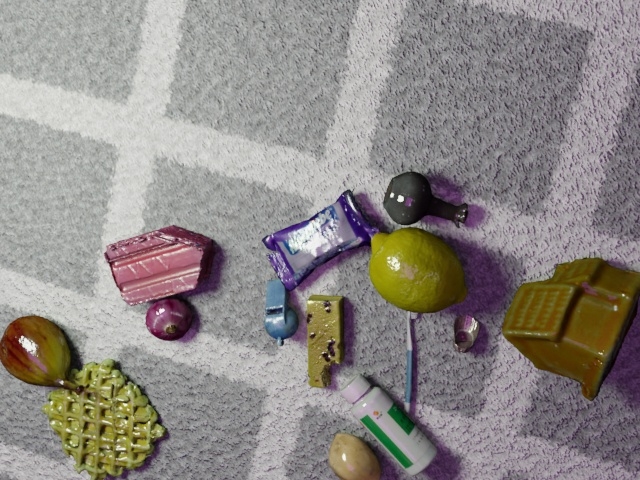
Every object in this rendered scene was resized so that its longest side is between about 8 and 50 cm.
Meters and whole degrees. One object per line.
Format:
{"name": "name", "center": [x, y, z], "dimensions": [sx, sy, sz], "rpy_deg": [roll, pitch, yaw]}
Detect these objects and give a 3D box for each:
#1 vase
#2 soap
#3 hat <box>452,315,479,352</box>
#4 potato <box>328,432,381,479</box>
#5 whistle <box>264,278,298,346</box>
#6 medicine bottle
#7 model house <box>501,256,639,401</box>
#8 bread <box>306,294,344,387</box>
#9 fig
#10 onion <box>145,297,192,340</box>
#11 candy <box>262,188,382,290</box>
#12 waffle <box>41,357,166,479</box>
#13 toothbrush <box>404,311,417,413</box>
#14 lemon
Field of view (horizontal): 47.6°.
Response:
{"name": "vase", "center": [0.233, -0.078, 1.581], "dimensions": [0.183, 0.120, 0.120], "rpy_deg": [18, 104, -4]}
{"name": "soap", "center": [-0.379, 0.054, 1.756], "dimensions": [0.250, 0.099, 0.162], "rpy_deg": [-14, 96, 16]}
{"name": "hat", "center": [0.328, 0.215, 1.649], "dimensions": [0.058, 0.042, 0.087], "rpy_deg": [8, 68, 5]}
{"name": "potato", "center": [0.082, 0.529, 1.730], "dimensions": [0.147, 0.112, 0.112], "rpy_deg": [45, 107, -4]}
{"name": "whistle", "center": [-0.093, 0.178, 1.728], "dimensions": [0.090, 0.090, 0.157], "rpy_deg": [-7, 59, 15]}
{"name": "medicine bottle", "center": [0.155, 0.427, 1.697], "dimensions": [0.095, 0.095, 0.260], "rpy_deg": [-43, 90, 17]}
{"name": "model house", "center": [0.528, 0.160, 1.539], "dimensions": [0.239, 0.173, 0.268], "rpy_deg": [22, 74, 22]}
{"name": "bread", "center": [0.011, 0.243, 1.721], "dimensions": [0.088, 0.049, 0.226], "rpy_deg": [1, 101, 14]}
{"name": "fig", "center": [-0.695, 0.310, 1.848], "dimensions": [0.274, 0.146, 0.170], "rpy_deg": [34, 107, 22]}
{"name": "onion", "center": [-0.375, 0.192, 1.788], "dimensions": [0.115, 0.115, 0.104], "rpy_deg": [-62, 39, 16]}
{"name": "candy", "center": [0.000, 0.000, 1.669], "dimensions": [0.275, 0.070, 0.145], "rpy_deg": [-29, 86, 20]}
{"name": "waffle", "center": [-0.573, 0.474, 1.895], "dimensions": [0.297, 0.073, 0.317], "rpy_deg": [-35, 91, 17]}
{"name": "toothbrush", "center": [0.212, 0.275, 1.694], "dimensions": [0.025, 0.019, 0.275], "rpy_deg": [1, 100, 6]}
{"name": "lemon", "center": [0.211, 0.070, 1.571], "dimensions": [0.248, 0.184, 0.184], "rpy_deg": [33, 106, -4]}
